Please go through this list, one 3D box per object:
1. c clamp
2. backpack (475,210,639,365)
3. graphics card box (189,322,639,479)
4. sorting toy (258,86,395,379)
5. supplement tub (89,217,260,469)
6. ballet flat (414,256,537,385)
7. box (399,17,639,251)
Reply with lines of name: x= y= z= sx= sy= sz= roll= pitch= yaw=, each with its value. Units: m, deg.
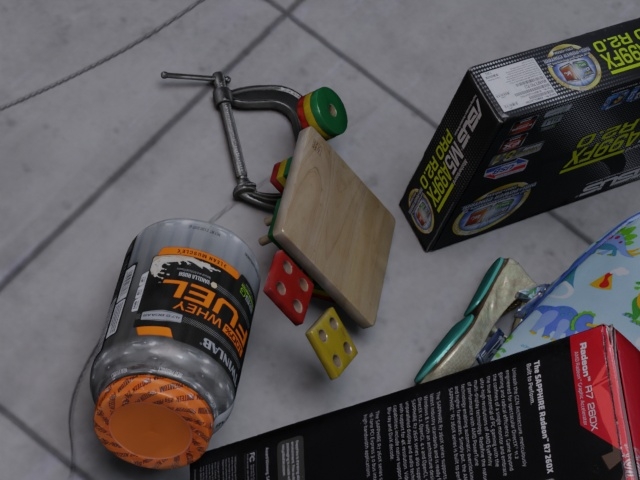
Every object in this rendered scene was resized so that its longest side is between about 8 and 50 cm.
c clamp: x=-0.062 y=-0.090 z=1.668 sx=0.137 sy=0.022 sz=0.160 roll=-7 pitch=61 yaw=-26
backpack: x=0.268 y=0.140 z=1.503 sx=0.290 sy=0.273 sz=0.355 roll=27 pitch=39 yaw=29
graphics card box: x=0.077 y=0.227 z=1.336 sx=0.094 sy=0.371 sz=0.232 roll=37 pitch=40 yaw=-50
sorting toy: x=0.000 y=0.000 z=1.587 sx=0.132 sy=0.046 sz=0.274 roll=46 pitch=38 yaw=-31
supplement tub: x=-0.117 y=0.083 z=1.467 sx=0.117 sy=0.117 sz=0.190 roll=17 pitch=43 yaw=-6
ballet flat: x=0.143 y=0.081 z=1.604 sx=0.052 sy=0.057 sz=0.168 roll=40 pitch=57 yaw=-3
box: x=0.223 y=-0.103 z=1.641 sx=0.270 sy=0.216 sz=0.060 roll=-18 pitch=65 yaw=-26
